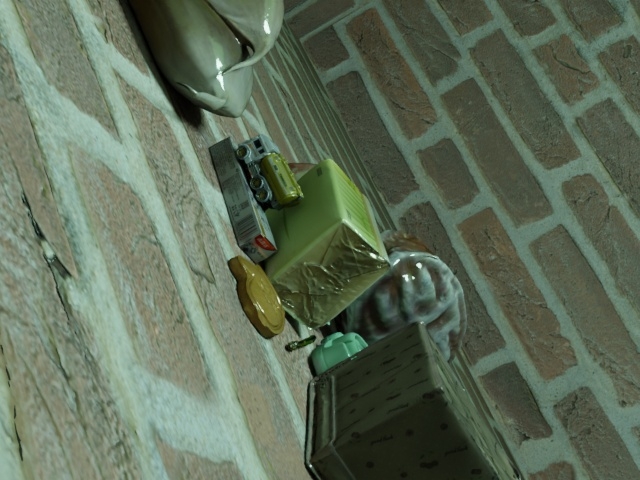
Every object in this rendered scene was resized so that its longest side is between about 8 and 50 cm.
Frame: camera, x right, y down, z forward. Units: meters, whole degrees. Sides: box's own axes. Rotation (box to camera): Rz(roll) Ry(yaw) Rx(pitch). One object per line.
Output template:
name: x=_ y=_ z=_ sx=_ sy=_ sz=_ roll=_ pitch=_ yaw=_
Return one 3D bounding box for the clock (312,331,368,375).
clock: x=0.054 y=0.207 z=1.391 sx=0.159 sy=0.066 sz=0.211 roll=60 pitch=9 yaw=-7

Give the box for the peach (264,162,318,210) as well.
peach: x=-0.030 y=-0.060 z=1.594 sx=0.152 sy=0.152 sz=0.152 roll=58 pitch=10 yaw=-16

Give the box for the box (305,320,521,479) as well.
box: x=0.136 y=0.297 z=1.186 sx=0.297 sy=0.190 sz=0.225 roll=58 pitch=8 yaw=-14

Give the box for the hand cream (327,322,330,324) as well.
hand cream: x=-0.009 y=0.067 z=1.536 sx=0.078 sy=0.050 sz=0.205 roll=48 pitch=17 yaw=-17

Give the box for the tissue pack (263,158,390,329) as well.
tissue pack: x=0.000 y=0.000 z=1.401 sx=0.125 sy=0.159 sz=0.234 roll=44 pitch=16 yaw=-23

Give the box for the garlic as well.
garlic: x=-0.156 y=-0.339 z=1.426 sx=0.340 sy=0.231 sz=0.246 roll=59 pitch=5 yaw=30

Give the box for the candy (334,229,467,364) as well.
candy: x=0.130 y=0.119 z=1.552 sx=0.157 sy=0.214 sz=0.289 roll=49 pitch=-20 yaw=51

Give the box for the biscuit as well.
biscuit: x=-0.081 y=0.069 z=1.220 sx=0.118 sy=0.023 sz=0.140 roll=58 pitch=10 yaw=-17

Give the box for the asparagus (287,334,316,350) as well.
asparagus: x=-0.024 y=0.145 z=1.320 sx=0.166 sy=0.016 sz=0.013 roll=8 pitch=87 yaw=-79

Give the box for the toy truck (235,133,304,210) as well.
toy truck: x=-0.075 y=-0.101 z=1.387 sx=0.123 sy=0.063 sz=0.052 roll=64 pitch=10 yaw=20

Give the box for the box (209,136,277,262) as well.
box: x=-0.116 y=-0.064 z=1.378 sx=0.055 sy=0.040 sz=0.218 roll=49 pitch=15 yaw=-46
